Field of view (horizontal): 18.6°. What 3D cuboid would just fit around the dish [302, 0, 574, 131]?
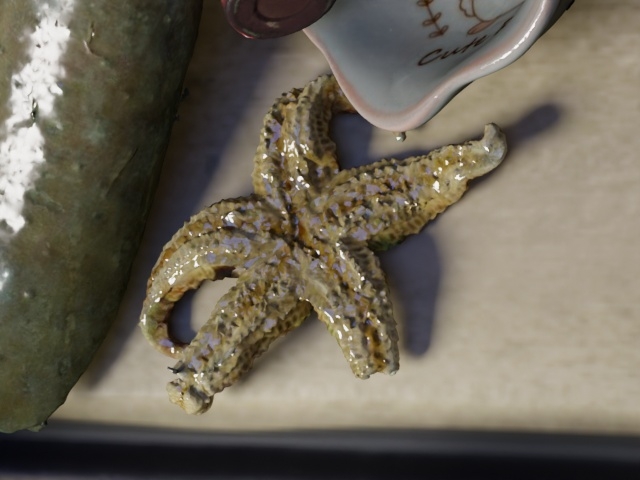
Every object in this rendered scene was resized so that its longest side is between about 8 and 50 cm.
[{"bbox_3d":[0.073,-0.162,0.905,0.229,0.081,0.229,-4,86,56],"label":"dish"}]

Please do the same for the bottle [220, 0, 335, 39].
[{"bbox_3d":[-0.038,-0.178,0.953,0.060,0.060,0.164,-27,58,14],"label":"bottle"}]

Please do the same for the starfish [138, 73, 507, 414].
[{"bbox_3d":[-0.002,0.000,0.951,0.210,0.053,0.150,-27,83,12],"label":"starfish"}]

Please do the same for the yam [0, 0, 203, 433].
[{"bbox_3d":[-0.131,-0.037,0.968,0.106,0.106,0.259,27,113,17],"label":"yam"}]
